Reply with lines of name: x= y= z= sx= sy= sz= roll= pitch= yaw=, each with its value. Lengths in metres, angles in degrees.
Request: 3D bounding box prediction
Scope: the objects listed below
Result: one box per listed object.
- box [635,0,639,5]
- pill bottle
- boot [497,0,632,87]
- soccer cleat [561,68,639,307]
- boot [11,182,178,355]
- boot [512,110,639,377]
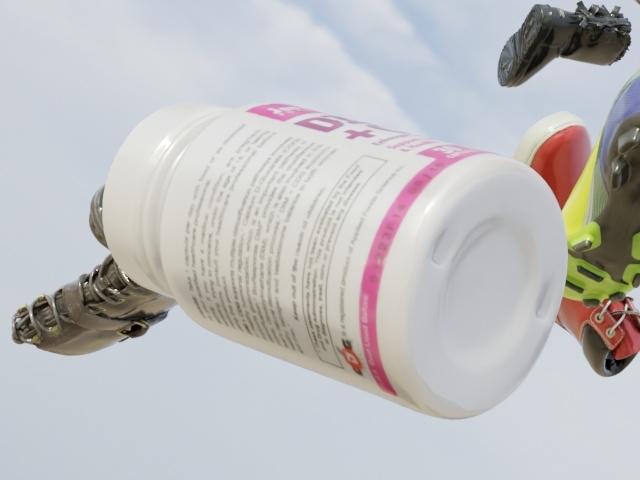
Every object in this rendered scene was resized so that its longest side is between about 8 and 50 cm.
box: x=0.315 y=-0.295 z=0.958 sx=0.212 sy=0.293 sz=0.395 roll=47 pitch=-12 yaw=13
pill bottle: x=0.000 y=0.000 z=1.108 sx=0.283 sy=0.160 sz=0.160 roll=17 pitch=-21 yaw=42
boot: x=0.234 y=-0.183 z=1.674 sx=0.099 sy=0.045 sz=0.121 roll=5 pitch=-33 yaw=-19
soccer cleat: x=0.261 y=-0.046 z=1.483 sx=0.093 sy=0.121 sz=0.289 roll=21 pitch=-35 yaw=1
boot: x=-0.178 y=0.040 z=1.507 sx=0.229 sy=0.091 sz=0.263 roll=-26 pitch=-22 yaw=24
boot: x=0.252 y=0.011 z=1.621 sx=0.176 sy=0.088 sz=0.244 roll=53 pitch=-20 yaw=41
